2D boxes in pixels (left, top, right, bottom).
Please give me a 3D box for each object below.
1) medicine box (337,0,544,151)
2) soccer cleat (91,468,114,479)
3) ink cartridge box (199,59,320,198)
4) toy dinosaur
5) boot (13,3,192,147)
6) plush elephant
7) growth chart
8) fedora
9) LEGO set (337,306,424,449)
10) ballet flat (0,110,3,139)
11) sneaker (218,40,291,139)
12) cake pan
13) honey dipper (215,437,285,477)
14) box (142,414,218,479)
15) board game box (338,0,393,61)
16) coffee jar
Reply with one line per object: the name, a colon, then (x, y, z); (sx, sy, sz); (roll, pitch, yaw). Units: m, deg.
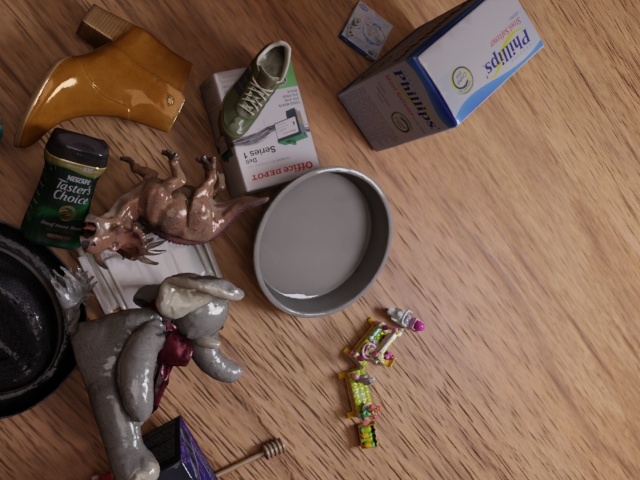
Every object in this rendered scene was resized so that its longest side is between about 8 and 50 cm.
medicine box: (0.221, -0.322, 1.351); (0.263, 0.289, 0.149); (-43, 105, -21)
soccer cleat: (-0.414, 0.445, 1.126); (0.248, 0.083, 0.095); (-14, 98, -28)
ink cartridge box: (-0.108, -0.202, 1.297); (0.160, 0.093, 0.219); (-18, 94, -25)
toy dinosaur: (-0.245, -0.038, 1.180); (0.296, 0.127, 0.200); (8, 81, -22)
boot: (-0.349, -0.232, 1.180); (0.211, 0.104, 0.295); (32, 70, -20)
plush elephant: (-0.239, 0.160, 1.098); (0.256, 0.272, 0.329); (-19, 96, -16)
growth chart: (-0.294, 0.039, 1.235); (0.237, 0.021, 0.171); (-18, 94, -25)
fedora: (-0.510, 0.117, 1.056); (0.334, 0.152, 0.333); (2, 86, -26)
LEGO set: (0.114, 0.262, 1.368); (0.132, 0.107, 0.286); (25, 77, -22)
ballet flat: (-0.656, -0.088, 1.031); (0.409, 0.147, 0.147); (-45, 105, -24)
sneaker: (-0.109, -0.263, 1.201); (0.064, 0.086, 0.192); (33, 74, -19)
cake pan: (0.000, 0.000, 1.309); (0.293, 0.054, 0.293); (-12, 114, -28)
honey dipper: (-0.141, 0.403, 1.283); (0.161, 0.030, 0.030); (-19, 95, -23)
box: (-0.235, 0.399, 1.130); (0.108, 0.207, 0.153); (-29, 102, -8)
board game box: (0.093, -0.427, 1.446); (0.090, 0.020, 0.090); (32, 75, -20)
coffee jar: (-0.403, -0.082, 1.121); (0.096, 0.079, 0.184); (13, 108, -31)
